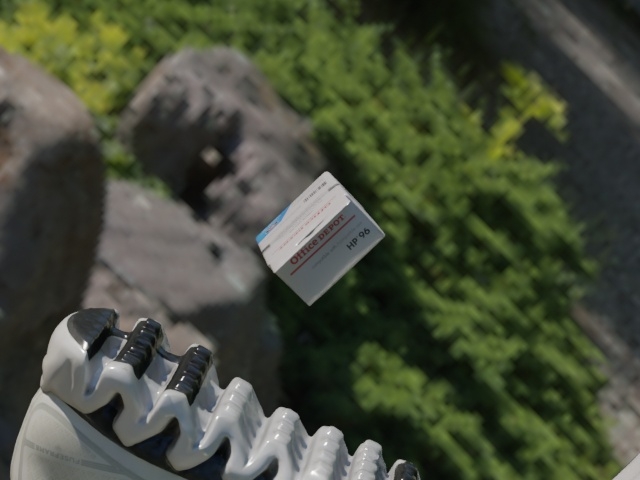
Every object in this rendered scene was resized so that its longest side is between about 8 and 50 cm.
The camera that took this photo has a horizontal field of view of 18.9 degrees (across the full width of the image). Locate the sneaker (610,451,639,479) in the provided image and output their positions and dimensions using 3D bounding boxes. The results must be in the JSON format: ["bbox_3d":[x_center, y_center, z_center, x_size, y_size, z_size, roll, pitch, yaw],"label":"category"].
[{"bbox_3d":[0.074,0.129,0.461,0.086,0.226,0.163,35,20,-5],"label":"sneaker"}]

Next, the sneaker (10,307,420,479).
[{"bbox_3d":[-0.024,0.150,0.981,0.292,0.118,0.110,30,13,5],"label":"sneaker"}]

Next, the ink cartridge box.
[{"bbox_3d":[0.000,0.000,0.873,0.028,0.048,0.083,46,3,-12],"label":"ink cartridge box"}]
